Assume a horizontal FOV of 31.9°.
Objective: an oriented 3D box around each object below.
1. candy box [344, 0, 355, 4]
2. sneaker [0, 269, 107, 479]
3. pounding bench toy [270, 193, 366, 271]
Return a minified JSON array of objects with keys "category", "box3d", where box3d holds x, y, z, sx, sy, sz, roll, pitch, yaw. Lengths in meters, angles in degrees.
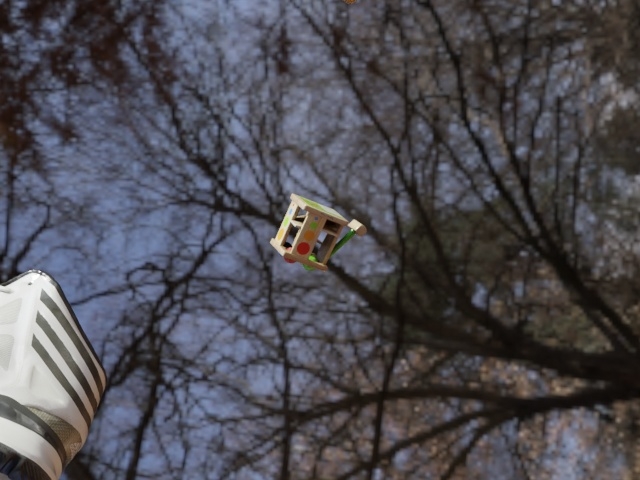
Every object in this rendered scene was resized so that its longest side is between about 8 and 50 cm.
[{"category":"candy box","box3d":[0.069,-0.198,0.215,0.268,0.317,0.122,17,-122,-61]},{"category":"sneaker","box3d":[-0.454,0.124,1.267,0.257,0.448,0.169,-65,-4,-49]},{"category":"pounding bench toy","box3d":[0.000,0.000,1.168,0.083,0.052,0.065,21,-81,-22]}]
